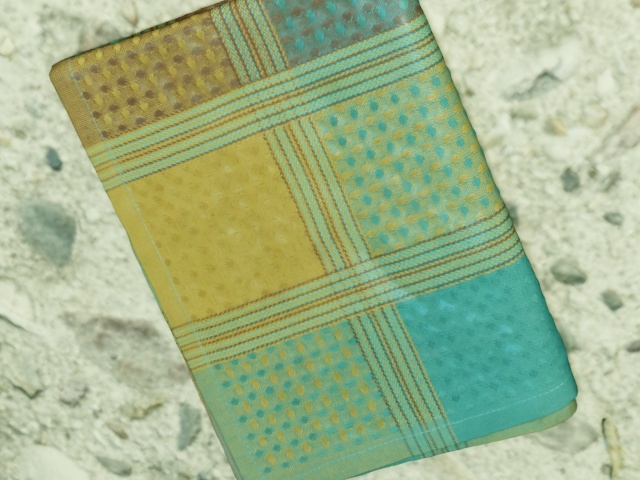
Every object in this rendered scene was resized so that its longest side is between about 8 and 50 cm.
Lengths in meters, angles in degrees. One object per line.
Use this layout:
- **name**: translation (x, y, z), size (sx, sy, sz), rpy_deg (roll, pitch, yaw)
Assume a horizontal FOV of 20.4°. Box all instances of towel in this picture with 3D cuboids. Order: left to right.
- **towel**: translation (0.000, 0.000, 1.254), size (0.271, 0.040, 0.370), rpy_deg (-17, 110, 18)
